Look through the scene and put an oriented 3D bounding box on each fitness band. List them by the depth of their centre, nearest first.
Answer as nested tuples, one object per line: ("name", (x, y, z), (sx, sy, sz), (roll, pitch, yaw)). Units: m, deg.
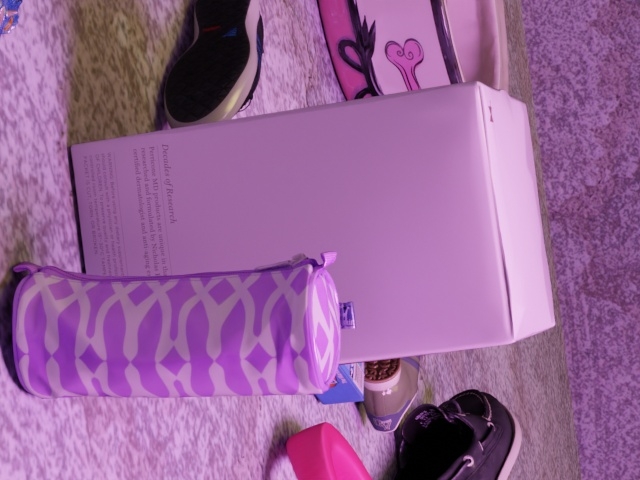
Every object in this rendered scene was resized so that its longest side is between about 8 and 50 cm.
("fitness band", (0.047, 0.300, 1.461), (0.291, 0.054, 0.209), (62, 8, -17))

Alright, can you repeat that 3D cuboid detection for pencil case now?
("pencil case", (-0.086, 0.053, 0.997), (0.086, 0.206, 0.088), (-53, 139, -76))

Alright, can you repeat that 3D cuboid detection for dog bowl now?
("dog bowl", (0.107, -0.301, 1.903), (0.408, 0.150, 0.408), (-7, 90, -74))

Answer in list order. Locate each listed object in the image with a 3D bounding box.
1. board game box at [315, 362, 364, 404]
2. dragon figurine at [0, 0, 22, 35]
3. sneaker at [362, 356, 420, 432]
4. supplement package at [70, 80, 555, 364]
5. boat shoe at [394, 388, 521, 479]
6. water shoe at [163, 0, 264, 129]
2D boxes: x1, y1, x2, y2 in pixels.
("board game box", (0.001, 0.030, 1.567), (0.160, 0.047, 0.210), (57, 30, -54))
("dragon figurine", (-0.216, -0.245, 0.892), (0.144, 0.085, 0.289), (29, 59, -72))
("sneaker", (0.076, 0.133, 1.764), (0.192, 0.064, 0.086), (-68, 154, -59))
("supplement package", (0.000, 0.000, 1.147), (0.177, 0.293, 0.175), (0, 83, -73))
("boat shoe", (0.138, 0.239, 1.821), (0.113, 0.127, 0.340), (53, 27, -13))
("water shoe", (-0.075, -0.134, 1.346), (0.203, 0.073, 0.080), (-78, 157, -48))
